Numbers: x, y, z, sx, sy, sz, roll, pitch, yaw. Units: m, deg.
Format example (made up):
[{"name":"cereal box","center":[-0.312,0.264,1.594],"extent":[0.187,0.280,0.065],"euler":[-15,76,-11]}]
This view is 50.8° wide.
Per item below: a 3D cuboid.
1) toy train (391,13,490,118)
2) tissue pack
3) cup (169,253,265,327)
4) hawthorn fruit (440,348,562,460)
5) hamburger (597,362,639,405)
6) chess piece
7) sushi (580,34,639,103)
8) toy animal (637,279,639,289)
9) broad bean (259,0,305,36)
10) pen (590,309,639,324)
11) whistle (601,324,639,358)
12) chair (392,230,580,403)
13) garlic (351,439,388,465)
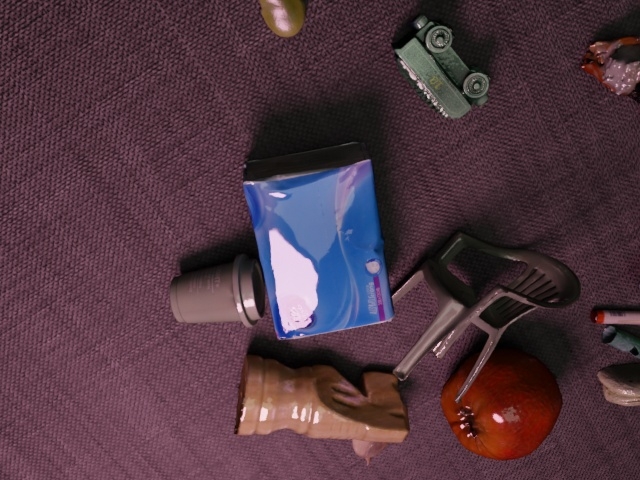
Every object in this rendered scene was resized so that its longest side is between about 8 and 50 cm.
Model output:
[{"name":"toy train","center":[0.182,-0.258,1.019],"extent":[0.099,0.070,0.172],"euler":[-39,111,16]},{"name":"tissue pack","center":[0.000,0.000,1.054],"extent":[0.198,0.146,0.263],"euler":[-10,111,-1]},{"name":"cup","center":[-0.166,0.087,1.090],"extent":[0.141,0.120,0.120],"euler":[-9,111,5]},{"name":"hawthorn fruit","center":[0.336,0.276,1.183],"extent":[0.226,0.197,0.196],"euler":[-19,113,-25]},{"name":"hamburger","center":[0.588,0.270,1.247],"extent":[0.121,0.084,0.054],"euler":[-9,109,-4]},{"name":"chess piece","center":[0.005,0.282,1.168],"extent":[0.301,0.137,0.137],"euler":[9,109,-8]},{"name":"sushi","center":[0.509,-0.245,1.009],"extent":[0.226,0.103,0.097],"euler":[25,123,5]},{"name":"toy animal","center":[0.626,-0.025,1.097],"extent":[0.122,0.185,0.298],"euler":[8,134,-9]},{"name":"broad bean","center":[-0.056,-0.337,0.978],"extent":[0.063,0.045,0.083],"euler":[-32,118,8]},{"name":"pen","center":[0.610,0.142,1.231],"extent":[0.239,0.028,0.028],"euler":[3,110,-6]},{"name":"whistle","center":[0.607,0.208,1.251],"extent":[0.186,0.039,0.039],"euler":[24,106,-14]},{"name":"chair","center":[0.251,0.108,1.095],"extent":[0.191,0.203,0.274],"euler":[31,110,-20]},{"name":"garlic","center":[0.097,0.358,1.239],"extent":[0.084,0.066,0.152],"euler":[27,103,-17]}]
